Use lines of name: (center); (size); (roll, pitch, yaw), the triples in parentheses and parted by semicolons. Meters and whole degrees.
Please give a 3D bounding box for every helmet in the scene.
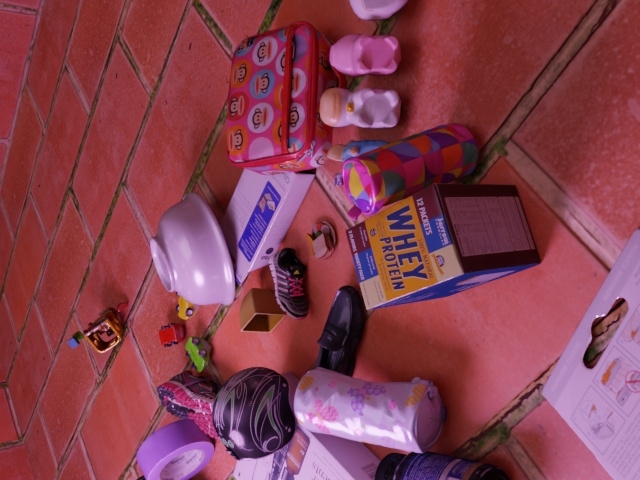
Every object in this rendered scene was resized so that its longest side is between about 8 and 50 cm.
helmet: (-0.138, 0.344, 1.317); (0.170, 0.170, 0.161); (0, 106, 49)

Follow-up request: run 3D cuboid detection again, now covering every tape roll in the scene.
tape roll: (-0.384, 0.567, 1.717); (0.080, 0.189, 0.188); (50, 127, 35)

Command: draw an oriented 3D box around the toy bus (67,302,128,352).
toy bus: (-0.697, 0.297, 2.116); (0.191, 0.202, 0.104); (-25, 104, 40)

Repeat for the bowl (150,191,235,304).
bowl: (-0.330, 0.039, 1.590); (0.298, 0.134, 0.297); (43, 143, 44)

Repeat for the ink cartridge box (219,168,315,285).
ink cartridge box: (-0.139, -0.069, 1.489); (0.165, 0.065, 0.332); (53, 127, 32)

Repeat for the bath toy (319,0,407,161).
bath toy: (0.081, -0.318, 1.183); (0.129, 0.152, 0.347); (-80, -5, -78)

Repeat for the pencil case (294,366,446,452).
pencil case: (0.084, 0.304, 1.178); (0.273, 0.114, 0.124); (-2, 94, 35)

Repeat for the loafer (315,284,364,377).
loafer: (0.034, 0.199, 1.297); (0.076, 0.078, 0.223); (23, 110, 45)

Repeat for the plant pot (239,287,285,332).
plant pot: (-0.141, 0.157, 1.499); (0.081, 0.081, 0.083); (-51, 44, 38)

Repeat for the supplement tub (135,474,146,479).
supplement tub: (-0.398, 0.770, 1.744); (0.316, 0.194, 0.193); (8, 99, 49)

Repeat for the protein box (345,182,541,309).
protein box: (0.190, 0.010, 1.013); (0.200, 0.201, 0.135); (-28, 71, 46)

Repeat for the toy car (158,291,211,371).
toy car: (-0.351, 0.261, 1.762); (0.225, 0.053, 0.239); (52, 129, 32)

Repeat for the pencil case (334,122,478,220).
pencil case: (0.141, -0.116, 1.038); (0.104, 0.237, 0.104); (44, 146, 41)

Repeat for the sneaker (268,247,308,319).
sneaker: (-0.062, 0.088, 1.411); (0.075, 0.063, 0.170); (-48, 53, 46)

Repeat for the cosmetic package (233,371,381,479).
cosmetic package: (-0.025, 0.507, 1.377); (0.377, 0.098, 0.284); (35, 120, 42)

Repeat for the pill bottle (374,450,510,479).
pill bottle: (0.200, 0.423, 1.090); (0.219, 0.123, 0.122); (-7, 88, 49)

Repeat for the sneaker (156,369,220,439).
sneaker: (-0.289, 0.411, 1.667); (0.299, 0.112, 0.120); (18, 126, 34)

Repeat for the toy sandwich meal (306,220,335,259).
toy sandwich meal: (0.000, 0.000, 1.360); (0.086, 0.029, 0.085); (4, 96, 49)

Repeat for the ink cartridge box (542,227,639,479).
ink cartridge box: (0.485, 0.208, 0.808); (0.385, 0.091, 0.308); (56, 133, 53)

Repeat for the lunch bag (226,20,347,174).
lunch bag: (-0.063, -0.285, 1.319); (0.258, 0.120, 0.292); (-4, 80, 34)
